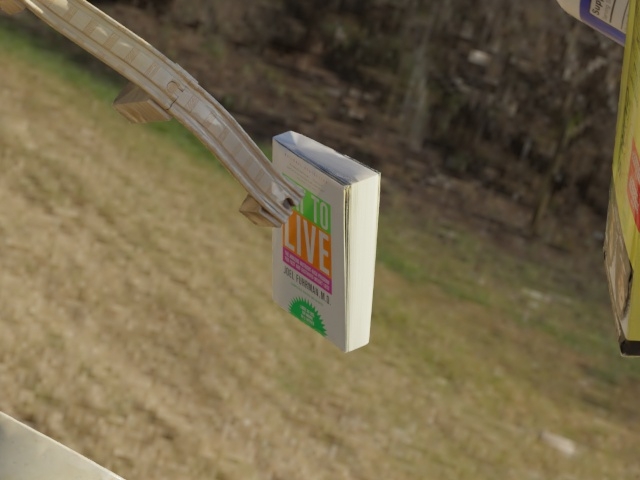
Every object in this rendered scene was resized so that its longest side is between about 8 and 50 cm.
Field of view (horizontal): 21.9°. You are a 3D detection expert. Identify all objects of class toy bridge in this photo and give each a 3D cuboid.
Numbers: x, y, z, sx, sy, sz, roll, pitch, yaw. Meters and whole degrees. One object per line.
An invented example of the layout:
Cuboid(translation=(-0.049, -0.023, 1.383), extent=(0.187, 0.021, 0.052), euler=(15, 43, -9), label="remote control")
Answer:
Cuboid(translation=(-0.080, -0.071, 0.798), extent=(0.188, 0.026, 0.063), euler=(41, -13, -21), label="toy bridge")

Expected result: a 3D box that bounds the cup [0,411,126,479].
Cuboid(translation=(-0.309, 0.248, 1.326), extent=(0.331, 0.237, 0.331), euler=(27, -12, 6), label="cup")

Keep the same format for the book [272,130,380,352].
Cuboid(translation=(0.000, 0.000, 1.244), extent=(0.035, 0.144, 0.096), euler=(-22, 36, -33), label="book")

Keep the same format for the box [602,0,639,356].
Cuboid(translation=(0.176, -0.051, 0.792), extent=(0.058, 0.232, 0.087), euler=(-1, 45, 2), label="box")

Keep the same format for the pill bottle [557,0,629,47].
Cuboid(translation=(0.255, -0.193, 1.135), extent=(0.272, 0.152, 0.152), euler=(35, 26, 21), label="pill bottle")
